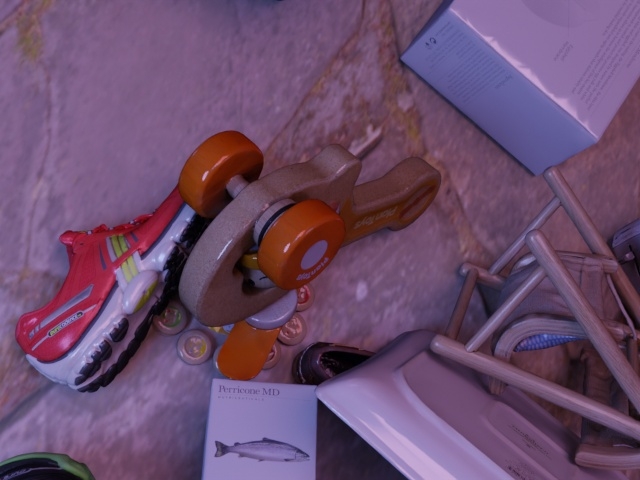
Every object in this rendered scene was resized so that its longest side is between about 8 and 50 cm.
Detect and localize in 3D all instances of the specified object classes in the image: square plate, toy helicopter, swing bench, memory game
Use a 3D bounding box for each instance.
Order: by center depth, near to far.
[{"bbox_3d":[0.184,0.205,1.045,0.347,0.344,0.049,39,103,12],"label":"square plate"},{"bbox_3d":[0.000,0.000,1.132,0.140,0.235,0.355,40,38,25],"label":"toy helicopter"},{"bbox_3d":[0.272,0.088,1.146,0.255,0.165,0.253,39,22,1],"label":"swing bench"},{"bbox_3d":[-0.092,0.051,1.178,0.186,0.012,0.186,6,73,-20],"label":"memory game"}]

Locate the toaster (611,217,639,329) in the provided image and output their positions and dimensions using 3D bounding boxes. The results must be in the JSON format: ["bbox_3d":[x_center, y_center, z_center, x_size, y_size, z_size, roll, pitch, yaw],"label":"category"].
[{"bbox_3d":[0.456,0.023,1.339,0.227,0.129,0.146,-17,80,-22],"label":"toaster"}]

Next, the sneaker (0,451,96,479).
[{"bbox_3d":[-0.309,0.388,0.890,0.185,0.202,0.482,24,69,-13],"label":"sneaker"}]

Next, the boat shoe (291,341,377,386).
[{"bbox_3d":[0.073,0.160,1.180,0.207,0.073,0.073,19,68,-17],"label":"boat shoe"}]

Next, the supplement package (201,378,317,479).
[{"bbox_3d":[-0.059,0.232,1.049,0.105,0.105,0.179,4,53,-4],"label":"supplement package"}]

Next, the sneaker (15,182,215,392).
[{"bbox_3d":[-0.192,0.010,1.099,0.118,0.107,0.279,30,65,13],"label":"sneaker"}]

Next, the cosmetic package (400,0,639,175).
[{"bbox_3d":[0.257,-0.240,1.329,0.225,0.138,0.224,40,65,-6],"label":"cosmetic package"}]
